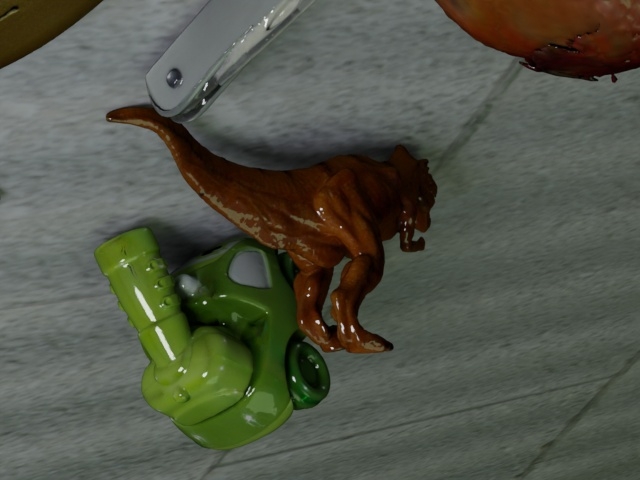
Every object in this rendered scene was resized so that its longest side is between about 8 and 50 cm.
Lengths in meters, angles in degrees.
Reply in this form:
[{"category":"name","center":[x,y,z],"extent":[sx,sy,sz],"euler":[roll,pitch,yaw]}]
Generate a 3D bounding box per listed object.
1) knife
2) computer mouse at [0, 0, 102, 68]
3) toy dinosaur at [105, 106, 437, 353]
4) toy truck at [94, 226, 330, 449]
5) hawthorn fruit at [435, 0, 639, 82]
[{"category":"knife","center":[-0.032,-0.178,1.362],"extent":[0.265,0.073,0.041],"euler":[-41,144,27]},{"category":"computer mouse","center":[-0.209,-0.168,1.216],"extent":[0.245,0.056,0.126],"euler":[-31,154,6]},{"category":"toy dinosaur","center":[0.000,0.000,1.591],"extent":[0.097,0.208,0.432],"euler":[-15,170,33]},{"category":"toy truck","center":[-0.097,0.085,1.637],"extent":[0.148,0.187,0.210],"euler":[-26,159,30]},{"category":"hawthorn fruit","center":[0.166,-0.261,1.193],"extent":[0.316,0.316,0.316],"euler":[-24,154,-12]}]
